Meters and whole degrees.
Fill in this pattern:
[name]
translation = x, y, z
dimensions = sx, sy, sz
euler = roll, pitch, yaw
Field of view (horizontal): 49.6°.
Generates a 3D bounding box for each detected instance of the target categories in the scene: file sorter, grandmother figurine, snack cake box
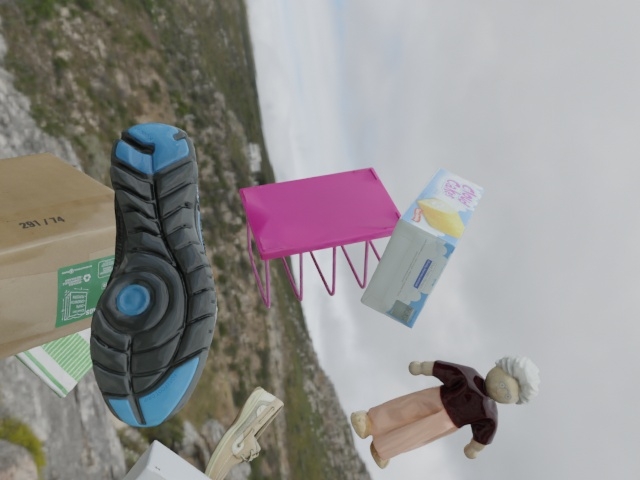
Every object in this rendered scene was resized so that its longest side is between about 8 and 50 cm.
[file sorter]
translation = 0.000, 0.000, 1.428
dimensions = 0.202, 0.291, 0.182
euler = -114, -161, -45
[grandmother figurine]
translation = 0.236, 0.303, 1.243
dimensions = 0.208, 0.342, 0.104
euler = 54, 22, -14
[snack cake box]
translation = 0.164, 0.002, 1.072
dimensions = 0.264, 0.089, 0.152
euler = -46, 161, -59

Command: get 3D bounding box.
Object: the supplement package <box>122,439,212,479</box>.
[supplement package]
translation = -0.236, 0.374, 0.903
dimensions = 0.105, 0.179, 0.105
euler = 39, -2, -7

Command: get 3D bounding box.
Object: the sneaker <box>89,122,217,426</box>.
[sneaker]
translation = -0.175, 0.041, 0.777
dimensions = 0.139, 0.125, 0.341
euler = 102, -12, -64

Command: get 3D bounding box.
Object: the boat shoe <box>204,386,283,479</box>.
[boat shoe]
translation = -0.207, 0.540, 1.845
dimensions = 0.302, 0.098, 0.109
euler = -56, 168, -26

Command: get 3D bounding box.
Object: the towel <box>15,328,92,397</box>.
[towel]
translation = -0.526, 0.141, 1.497
dimensions = 0.038, 0.325, 0.248
euler = -8, -53, 49

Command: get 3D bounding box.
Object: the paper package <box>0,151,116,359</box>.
[paper package]
translation = -0.459, 0.015, 1.002
dimensions = 0.309, 0.325, 0.168
euler = 28, -61, 30
